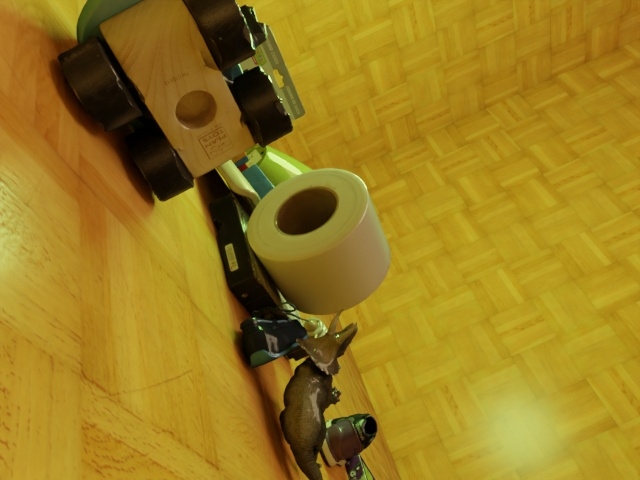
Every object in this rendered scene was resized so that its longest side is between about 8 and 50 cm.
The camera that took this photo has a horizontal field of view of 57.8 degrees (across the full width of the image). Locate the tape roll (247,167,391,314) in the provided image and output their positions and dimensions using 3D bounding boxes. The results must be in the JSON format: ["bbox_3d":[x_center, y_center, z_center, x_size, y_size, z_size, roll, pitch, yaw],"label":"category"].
[{"bbox_3d":[0.000,0.000,1.135,0.246,0.246,0.169,-112,176,-47],"label":"tape roll"}]

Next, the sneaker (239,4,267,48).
[{"bbox_3d":[-0.149,-0.353,0.946,0.152,0.084,0.058,41,-15,30],"label":"sneaker"}]

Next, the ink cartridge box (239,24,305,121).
[{"bbox_3d":[-0.213,-0.380,1.389,0.309,0.272,0.130,63,4,-59],"label":"ink cartridge box"}]

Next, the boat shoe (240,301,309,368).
[{"bbox_3d":[-0.078,0.156,1.042,0.258,0.109,0.089,62,5,-86],"label":"boat shoe"}]

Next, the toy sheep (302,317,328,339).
[{"bbox_3d":[-0.019,0.263,1.591,0.091,0.091,0.132,-112,-170,-46],"label":"toy sheep"}]

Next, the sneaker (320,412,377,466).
[{"bbox_3d":[0.078,0.449,1.328,0.283,0.124,0.107,57,10,-76],"label":"sneaker"}]

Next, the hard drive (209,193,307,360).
[{"bbox_3d":[-0.123,0.089,1.247,0.339,0.064,0.237,64,3,-49],"label":"hard drive"}]

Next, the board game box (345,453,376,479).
[{"bbox_3d":[0.147,0.699,1.353,0.208,0.056,0.347,59,6,-35],"label":"board game box"}]

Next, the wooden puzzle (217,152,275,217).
[{"bbox_3d":[-0.167,-0.124,1.368,0.322,0.080,0.348,52,-5,34],"label":"wooden puzzle"}]

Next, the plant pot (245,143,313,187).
[{"bbox_3d":[-0.119,-0.138,1.716,0.293,0.275,0.275,43,15,-35],"label":"plant pot"}]

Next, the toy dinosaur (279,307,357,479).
[{"bbox_3d":[-0.025,0.276,0.942,0.160,0.121,0.313,79,25,-53],"label":"toy dinosaur"}]

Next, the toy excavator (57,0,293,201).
[{"bbox_3d":[-0.229,-0.257,0.938,0.445,0.222,0.433,57,-5,39],"label":"toy excavator"}]
